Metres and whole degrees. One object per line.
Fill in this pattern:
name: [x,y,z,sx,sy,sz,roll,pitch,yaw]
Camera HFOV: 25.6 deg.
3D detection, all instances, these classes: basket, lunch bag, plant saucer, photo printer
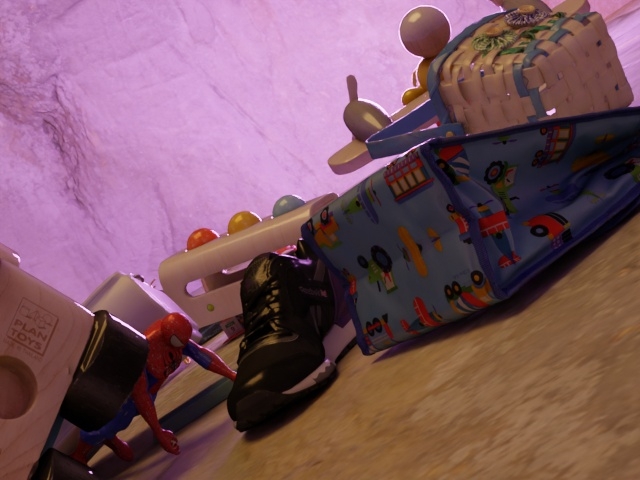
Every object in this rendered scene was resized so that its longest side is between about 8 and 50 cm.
basket: [0.227,-0.182,1.787,0.289,0.201,0.255,-15,17,46]
lunch bag: [0.169,-0.037,1.206,0.293,0.138,0.221,-25,-3,-31]
plant saucer: [-0.109,0.166,1.586,0.192,0.018,0.067,-34,4,-1]
photo printer: [-0.282,0.181,1.617,0.307,0.107,0.256,-47,-7,-2]

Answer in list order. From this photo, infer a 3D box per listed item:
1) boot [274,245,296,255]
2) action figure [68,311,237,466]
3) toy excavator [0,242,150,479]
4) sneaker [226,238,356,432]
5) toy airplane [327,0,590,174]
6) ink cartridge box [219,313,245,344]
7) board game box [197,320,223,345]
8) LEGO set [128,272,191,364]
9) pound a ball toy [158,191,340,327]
boot: [-0.057,0.029,2.564,0.085,0.059,0.158,-25,17,42]
action figure: [-0.160,0.180,1.433,0.091,0.139,0.280,-40,-15,-43]
toy excavator: [-0.368,0.125,1.403,0.445,0.222,0.432,-27,38,49]
sneaker: [-0.046,0.082,1.327,0.107,0.124,0.283,-32,4,20]
toy airplane: [0.221,-0.263,2.308,0.384,0.272,0.386,-29,6,44]
ink cartridge box: [-0.116,0.117,2.124,0.063,0.029,0.115,-31,4,15]
board game box: [-0.186,0.145,2.367,0.186,0.026,0.126,-34,4,-13]
LEGO set: [-0.276,0.179,2.157,0.107,0.132,0.287,-50,21,24]
pound a ball toy: [-0.098,0.016,2.115,0.319,0.135,0.208,-19,8,28]
